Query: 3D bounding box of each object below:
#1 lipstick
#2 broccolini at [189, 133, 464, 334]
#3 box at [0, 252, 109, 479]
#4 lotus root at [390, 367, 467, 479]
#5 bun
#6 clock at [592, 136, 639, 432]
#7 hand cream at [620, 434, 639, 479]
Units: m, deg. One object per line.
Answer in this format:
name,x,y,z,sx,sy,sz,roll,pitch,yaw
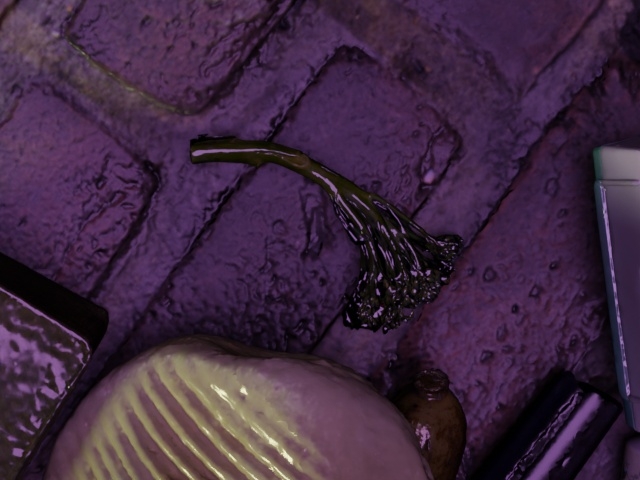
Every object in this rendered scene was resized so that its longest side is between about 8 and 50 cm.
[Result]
lipstick,0.128,0.299,1.123,0.077,0.077,0.418,36,94,-7
broccolini,-0.007,-0.005,1.085,0.271,0.062,0.123,27,79,-12
box,-0.326,0.143,1.037,0.184,0.143,0.273,30,94,-8
lotus root,0.085,0.202,1.103,0.080,0.089,0.179,16,103,9
bun,-0.064,0.252,1.012,0.349,0.227,0.352,40,94,36
clock,0.373,0.027,1.070,0.231,0.116,0.262,-10,98,-18
hand cream,0.311,0.296,1.150,0.095,0.059,0.276,0,101,-3
